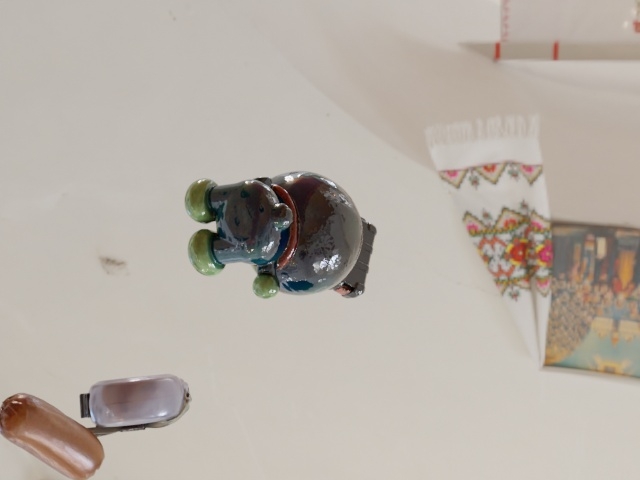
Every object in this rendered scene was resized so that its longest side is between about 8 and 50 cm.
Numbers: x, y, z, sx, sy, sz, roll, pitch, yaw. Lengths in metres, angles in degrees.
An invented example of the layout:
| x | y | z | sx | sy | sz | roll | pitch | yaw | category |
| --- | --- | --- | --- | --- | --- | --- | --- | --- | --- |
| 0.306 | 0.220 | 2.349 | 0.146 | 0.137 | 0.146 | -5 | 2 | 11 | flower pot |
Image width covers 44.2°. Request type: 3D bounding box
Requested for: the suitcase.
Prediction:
| x | y | z | sx | sy | sz | roll | pitch | yaw | category |
| --- | --- | --- | --- | --- | --- | --- | --- | --- | --- |
| 0.000 | 0.000 | 1.896 | 0.066 | 0.286 | 0.206 | -23 | -133 | 52 | suitcase |

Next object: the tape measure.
| x | y | z | sx | sy | sz | roll | pitch | yaw | category |
| --- | --- | --- | --- | --- | --- | --- | --- | --- | --- |
| -0.352 | 0.309 | 1.481 | 0.196 | 0.105 | 0.178 | -8 | 171 | 17 | tape measure |

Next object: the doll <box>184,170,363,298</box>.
| x | y | z | sx | sy | sz | roll | pitch | yaw | category |
| --- | --- | --- | --- | --- | --- | --- | --- | --- | --- |
| -0.052 | -0.011 | 1.221 | 0.186 | 0.198 | 0.322 | -9 | 176 | 32 | doll |

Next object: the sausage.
| x | y | z | sx | sy | sz | roll | pitch | yaw | category |
| --- | --- | --- | --- | --- | --- | --- | --- | --- | --- |
| -0.408 | 0.297 | 1.193 | 0.076 | 0.197 | 0.076 | -23 | -139 | 21 | sausage |
